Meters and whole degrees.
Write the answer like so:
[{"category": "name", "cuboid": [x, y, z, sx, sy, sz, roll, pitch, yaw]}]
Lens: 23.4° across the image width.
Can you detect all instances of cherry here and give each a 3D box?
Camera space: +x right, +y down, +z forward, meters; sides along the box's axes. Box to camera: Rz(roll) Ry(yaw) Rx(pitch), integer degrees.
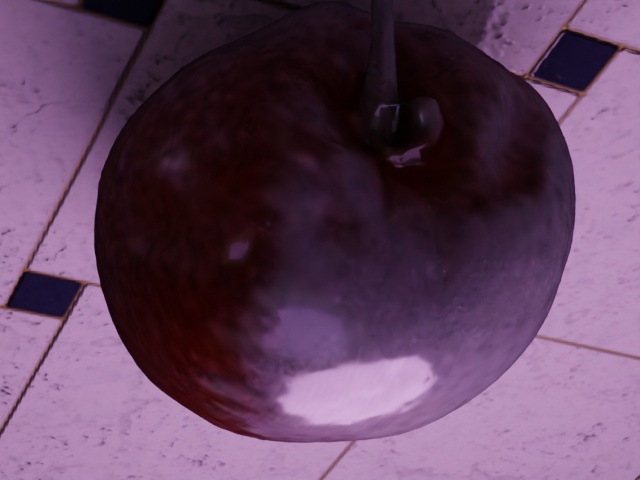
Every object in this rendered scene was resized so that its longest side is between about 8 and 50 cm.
[{"category": "cherry", "cuboid": [0.013, -0.003, 1.062, 0.326, 0.291, 0.335, -21, 159, -1]}]
